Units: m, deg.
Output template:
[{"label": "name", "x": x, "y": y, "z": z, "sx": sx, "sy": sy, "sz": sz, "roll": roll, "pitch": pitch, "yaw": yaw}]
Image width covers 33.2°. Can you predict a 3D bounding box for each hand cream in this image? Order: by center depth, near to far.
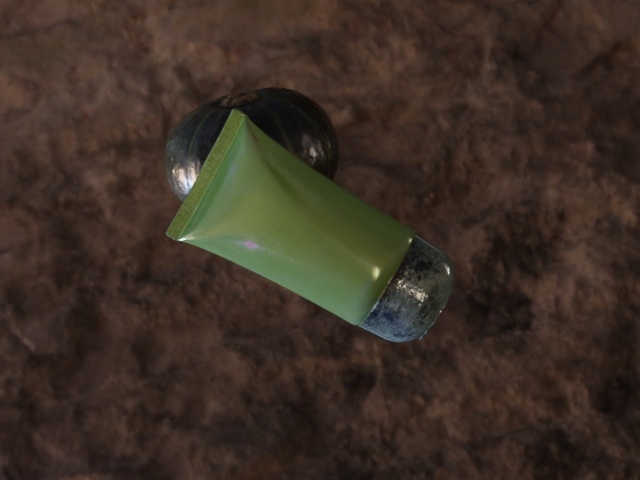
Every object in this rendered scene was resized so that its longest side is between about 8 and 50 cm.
[{"label": "hand cream", "x": 0.000, "y": 0.000, "z": 0.676, "sx": 0.175, "sy": 0.095, "sz": 0.046, "roll": 30, "pitch": -161, "yaw": -1}]

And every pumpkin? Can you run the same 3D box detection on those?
[{"label": "pumpkin", "x": -0.062, "y": -0.080, "z": 1.017, "sx": 0.167, "sy": 0.125, "sz": 0.167, "roll": -20, "pitch": -169, "yaw": 4}]
